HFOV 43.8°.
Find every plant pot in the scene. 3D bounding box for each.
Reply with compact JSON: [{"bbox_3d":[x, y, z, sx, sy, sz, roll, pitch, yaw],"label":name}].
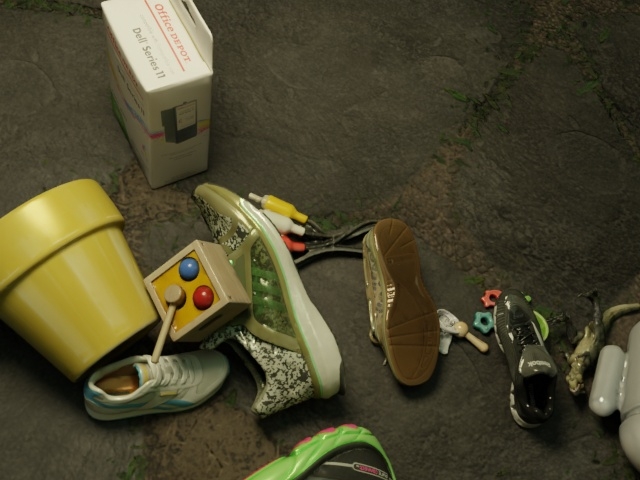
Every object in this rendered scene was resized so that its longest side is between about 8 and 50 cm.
[{"bbox_3d":[-0.379,0.074,1.216,0.254,0.254,0.239,-36,87,-26],"label":"plant pot"}]

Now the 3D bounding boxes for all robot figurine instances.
[{"bbox_3d":[0.599,0.256,1.301,0.300,0.199,0.353,6,56,19],"label":"robot figurine"}]

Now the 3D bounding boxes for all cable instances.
[{"bbox_3d":[0.000,0.000,1.414,0.288,0.072,0.139,8,65,-6],"label":"cable"}]

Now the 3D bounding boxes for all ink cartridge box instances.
[{"bbox_3d":[-0.278,-0.276,1.358,0.119,0.353,0.207,-21,66,-21],"label":"ink cartridge box"}]

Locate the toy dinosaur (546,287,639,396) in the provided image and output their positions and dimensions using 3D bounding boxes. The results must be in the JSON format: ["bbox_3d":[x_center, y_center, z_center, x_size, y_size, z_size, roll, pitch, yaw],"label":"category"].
[{"bbox_3d":[0.475,0.157,1.410,0.268,0.064,0.118,-42,103,-31],"label":"toy dinosaur"}]

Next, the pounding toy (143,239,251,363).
[{"bbox_3d":[-0.197,0.092,1.183,0.141,0.100,0.130,-36,71,16],"label":"pounding toy"}]

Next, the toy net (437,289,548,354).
[{"bbox_3d":[0.278,0.137,1.401,0.232,0.045,0.122,-1,61,-11],"label":"toy net"}]

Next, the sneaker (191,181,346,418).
[{"bbox_3d":[-0.122,0.097,1.255,0.182,0.158,0.410,-27,81,-21],"label":"sneaker"}]

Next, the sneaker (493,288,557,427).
[{"bbox_3d":[0.344,0.191,1.308,0.078,0.106,0.234,-7,80,-6],"label":"sneaker"}]

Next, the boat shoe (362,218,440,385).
[{"bbox_3d":[0.131,0.108,1.361,0.105,0.089,0.285,1,73,-23],"label":"boat shoe"}]

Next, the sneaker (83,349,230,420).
[{"bbox_3d":[-0.248,0.217,1.232,0.229,0.092,0.087,-13,62,-21],"label":"sneaker"}]

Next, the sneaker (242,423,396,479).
[{"bbox_3d":[-0.082,0.436,1.085,0.483,0.185,0.202,-28,65,-22],"label":"sneaker"}]
